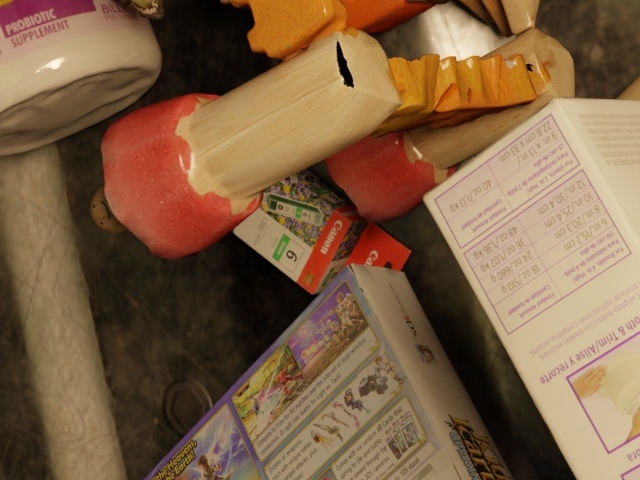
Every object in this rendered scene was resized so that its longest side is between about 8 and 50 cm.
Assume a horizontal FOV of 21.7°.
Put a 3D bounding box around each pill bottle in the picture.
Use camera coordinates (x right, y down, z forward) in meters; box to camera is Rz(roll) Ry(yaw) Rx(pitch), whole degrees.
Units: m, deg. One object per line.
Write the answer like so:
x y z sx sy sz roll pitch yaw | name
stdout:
-0.241 -0.225 1.183 0.169 0.169 0.302 -28 82 31 | pill bottle

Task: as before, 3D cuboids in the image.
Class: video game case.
0.007 0.193 1.103 0.269 0.061 0.244 -47 55 30 | video game case

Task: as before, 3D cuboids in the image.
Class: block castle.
-0.057 -0.228 0.991 0.213 0.303 0.453 -25 81 33 | block castle

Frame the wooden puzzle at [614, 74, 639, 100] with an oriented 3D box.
0.242 0.010 0.993 0.221 0.044 0.239 -47 68 28 | wooden puzzle

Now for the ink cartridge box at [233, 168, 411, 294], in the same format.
0.000 0.000 1.145 0.115 0.029 0.063 38 114 22 | ink cartridge box

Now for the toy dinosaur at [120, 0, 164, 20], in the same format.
-0.164 -0.264 1.111 0.064 0.118 0.268 -24 64 33 | toy dinosaur

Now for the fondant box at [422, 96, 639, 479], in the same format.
0.216 0.088 0.843 0.096 0.238 0.330 -38 72 31 | fondant box
